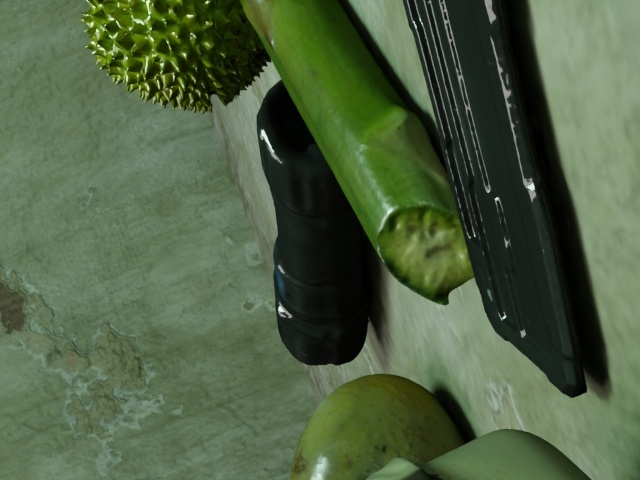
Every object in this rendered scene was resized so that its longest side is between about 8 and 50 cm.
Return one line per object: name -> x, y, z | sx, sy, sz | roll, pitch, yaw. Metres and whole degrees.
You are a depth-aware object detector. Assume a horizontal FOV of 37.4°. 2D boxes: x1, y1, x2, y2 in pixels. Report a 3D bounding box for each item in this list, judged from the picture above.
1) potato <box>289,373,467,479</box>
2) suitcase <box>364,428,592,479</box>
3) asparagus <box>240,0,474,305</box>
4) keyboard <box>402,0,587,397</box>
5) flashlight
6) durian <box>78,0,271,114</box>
potato -> 0.041, 0.180, 0.742 | 0.194, 0.157, 0.157 | -163, 53, -80
suitcase -> 0.110, 0.278, 0.322 | 0.339, 0.194, 0.352 | 47, 156, 56
asparagus -> 0.015, -0.082, 0.557 | 0.067, 0.060, 0.278 | 92, 158, -46
keyboard -> 0.065, -0.062, 0.397 | 0.106, 0.016, 0.262 | -130, 21, -70
flashlight -> 0.000, 0.000, 0.813 | 0.424, 0.103, 0.103 | 88, 160, -64
durian -> -0.102, -0.200, 0.765 | 0.146, 0.159, 0.198 | 105, 179, -62
